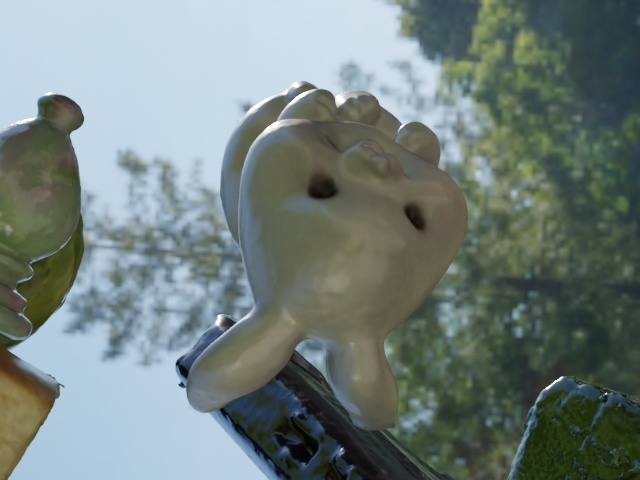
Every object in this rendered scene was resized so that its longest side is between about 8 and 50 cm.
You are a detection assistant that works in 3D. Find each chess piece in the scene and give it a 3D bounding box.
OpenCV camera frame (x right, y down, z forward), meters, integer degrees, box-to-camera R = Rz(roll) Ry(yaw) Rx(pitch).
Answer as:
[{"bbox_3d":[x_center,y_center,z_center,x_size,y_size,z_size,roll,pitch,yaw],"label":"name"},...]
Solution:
[{"bbox_3d":[-0.191,0.046,0.757,0.272,0.139,0.139,-64,-21,-10],"label":"chess piece"}]

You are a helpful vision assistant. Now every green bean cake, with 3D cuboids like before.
[{"bbox_3d":[0.270,0.248,1.354,0.113,0.200,0.214,17,-86,-37],"label":"green bean cake"}]

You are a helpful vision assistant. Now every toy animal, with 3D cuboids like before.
[{"bbox_3d":[0.000,0.003,0.849,0.193,0.127,0.179,-100,29,-59],"label":"toy animal"}]

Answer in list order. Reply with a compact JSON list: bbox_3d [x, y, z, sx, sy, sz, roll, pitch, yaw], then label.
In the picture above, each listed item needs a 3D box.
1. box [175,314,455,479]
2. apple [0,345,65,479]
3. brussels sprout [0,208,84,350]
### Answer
[{"bbox_3d":[0.076,0.217,1.063,0.091,0.350,0.359,-49,-51,-3],"label":"box"},{"bbox_3d":[-0.383,0.197,1.270,0.309,0.314,0.252,162,100,-67],"label":"apple"},{"bbox_3d":[-0.396,0.015,1.514,0.243,0.316,0.274,62,-140,-25],"label":"brussels sprout"}]
